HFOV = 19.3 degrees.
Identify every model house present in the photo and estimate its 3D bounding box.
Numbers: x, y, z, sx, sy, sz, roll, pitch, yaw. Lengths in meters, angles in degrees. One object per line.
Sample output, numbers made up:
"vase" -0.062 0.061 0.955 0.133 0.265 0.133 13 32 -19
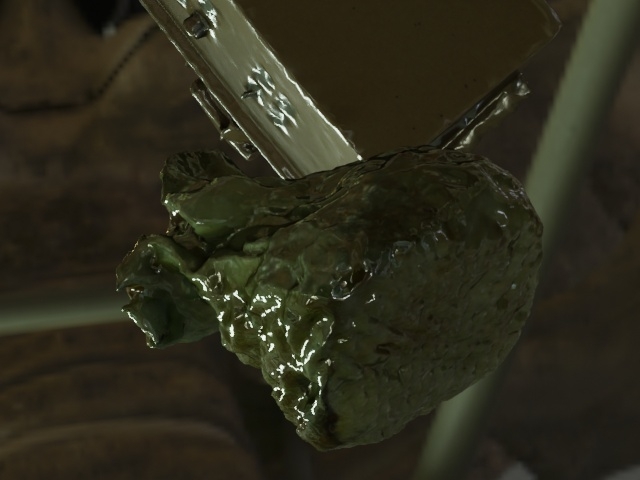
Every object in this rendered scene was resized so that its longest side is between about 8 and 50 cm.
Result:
"model house" -0.001 -0.098 0.847 0.176 0.181 0.248 -38 178 -21

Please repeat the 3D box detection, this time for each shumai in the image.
"shumai" 0.000 0.000 0.426 0.080 0.082 0.083 46 -157 29
